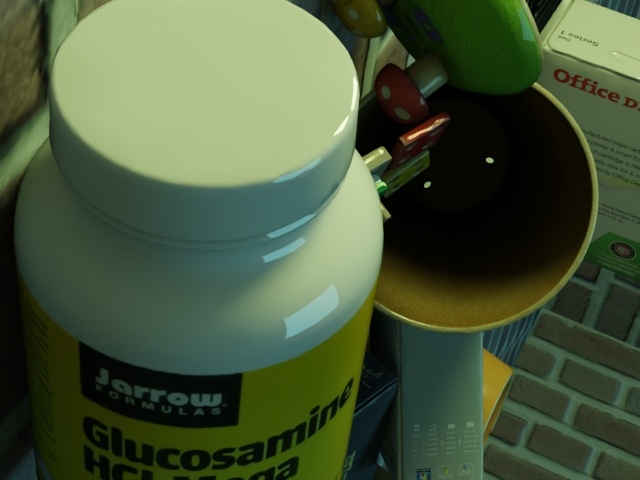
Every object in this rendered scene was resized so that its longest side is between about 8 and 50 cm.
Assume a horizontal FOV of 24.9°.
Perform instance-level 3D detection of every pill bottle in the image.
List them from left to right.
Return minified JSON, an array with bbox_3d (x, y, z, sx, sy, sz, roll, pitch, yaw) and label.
[{"bbox_3d":[-0.067,0.037,0.779,0.188,0.188,0.334,-56,162,-39],"label":"pill bottle"}]

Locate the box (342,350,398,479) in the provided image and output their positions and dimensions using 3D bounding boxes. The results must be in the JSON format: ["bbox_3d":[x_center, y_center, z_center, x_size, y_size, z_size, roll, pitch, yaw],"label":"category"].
[{"bbox_3d":[-0.018,0.236,1.451,0.183,0.059,0.232,-33,150,-34],"label":"box"}]

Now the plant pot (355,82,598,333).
[{"bbox_3d":[0.126,-0.062,1.352,0.254,0.237,0.237,-71,180,-76],"label":"plant pot"}]

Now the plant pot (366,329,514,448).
[{"bbox_3d":[0.120,0.174,1.720,0.205,0.188,0.205,-60,164,-28],"label":"plant pot"}]

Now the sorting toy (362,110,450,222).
[{"bbox_3d":[0.000,0.000,1.090,0.274,0.046,0.132,-32,167,-25],"label":"sorting toy"}]

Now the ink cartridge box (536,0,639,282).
[{"bbox_3d":[0.334,-0.110,1.653,0.117,0.201,0.278,-55,161,-41],"label":"ink cartridge box"}]

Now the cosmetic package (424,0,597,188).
[{"bbox_3d":[0.229,-0.165,1.790,0.377,0.097,0.284,-66,164,-5],"label":"cosmetic package"}]

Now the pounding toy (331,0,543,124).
[{"bbox_3d":[0.068,-0.173,1.078,0.110,0.183,0.237,-38,161,-8],"label":"pounding toy"}]

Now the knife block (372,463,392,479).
[{"bbox_3d":[0.026,0.383,1.698,0.242,0.088,0.275,-50,141,-9],"label":"knife block"}]

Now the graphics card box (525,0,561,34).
[{"bbox_3d":[0.235,-0.386,1.462,0.371,0.094,0.233,98,20,-44],"label":"graphics card box"}]

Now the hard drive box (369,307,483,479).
[{"bbox_3d":[0.107,0.123,1.511,0.181,0.089,0.232,-121,-152,-75],"label":"hard drive box"}]
